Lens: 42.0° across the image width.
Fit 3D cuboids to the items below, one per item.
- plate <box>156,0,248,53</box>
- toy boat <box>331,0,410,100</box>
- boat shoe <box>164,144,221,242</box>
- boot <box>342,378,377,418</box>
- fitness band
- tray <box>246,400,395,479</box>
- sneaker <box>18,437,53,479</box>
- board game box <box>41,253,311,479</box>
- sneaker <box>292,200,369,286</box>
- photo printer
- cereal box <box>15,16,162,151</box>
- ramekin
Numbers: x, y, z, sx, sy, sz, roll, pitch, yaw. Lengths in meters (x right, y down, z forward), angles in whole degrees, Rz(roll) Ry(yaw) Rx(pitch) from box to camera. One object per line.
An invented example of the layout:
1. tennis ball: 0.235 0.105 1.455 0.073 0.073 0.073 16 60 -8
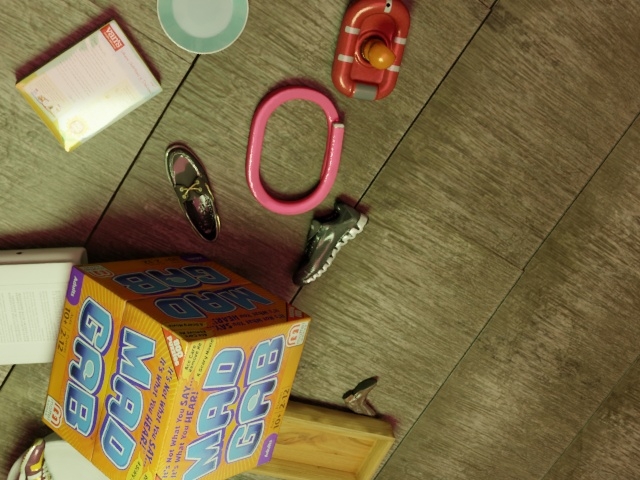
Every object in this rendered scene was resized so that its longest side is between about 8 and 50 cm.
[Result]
1. plate: -0.241 -0.479 1.713 0.188 0.024 0.188 -5 113 -13
2. toy boat: 0.117 -0.405 1.773 0.150 0.151 0.231 6 110 -18
3. boat shoe: -0.274 -0.101 1.832 0.081 0.069 0.228 -24 116 -5
4. boot: 0.125 0.424 2.179 0.106 0.037 0.114 -30 116 7
5. fitness band: -0.060 -0.199 1.863 0.208 0.054 0.291 4 109 -17
6. tray: -0.037 0.519 2.136 0.410 0.076 0.203 17 117 -20
7. sneaker: -0.621 0.521 1.848 0.083 0.069 0.186 21 111 -4
8. board game box: -0.301 0.266 1.736 0.356 0.356 0.357 -6 116 -52
9. sneaker: 0.000 0.000 1.951 0.106 0.078 0.234 42 92 -23
10. photo printer: -0.644 0.142 1.784 0.307 0.107 0.256 -3 111 -1
11. cereal box: -0.469 -0.316 1.702 0.240 0.047 0.173 -33 117 -1
12. ramekin: -0.586 0.568 1.959 0.272 0.127 0.273 0 103 -1
